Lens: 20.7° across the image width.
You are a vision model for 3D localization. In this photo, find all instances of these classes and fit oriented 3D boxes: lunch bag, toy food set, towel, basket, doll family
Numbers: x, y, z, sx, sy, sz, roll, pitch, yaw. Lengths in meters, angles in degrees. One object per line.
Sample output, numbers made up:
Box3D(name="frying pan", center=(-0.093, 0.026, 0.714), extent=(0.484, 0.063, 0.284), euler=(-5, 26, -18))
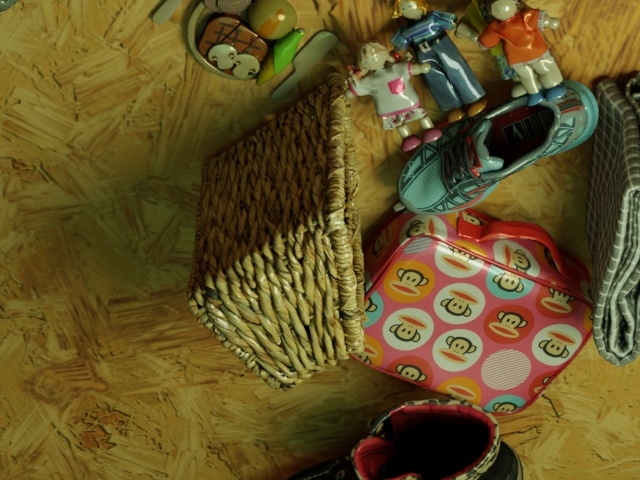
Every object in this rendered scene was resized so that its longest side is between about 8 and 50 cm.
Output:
Box3D(name="lunch bag", center=(0.190, 0.072, 2.172), extent=(0.293, 0.120, 0.258), euler=(24, 124, -17))
Box3D(name="toy food set", center=(-0.088, -0.233, 1.987), extent=(0.192, 0.038, 0.132), euler=(31, 122, -22))
Box3D(name="towel", center=(0.370, -0.029, 2.025), extent=(0.121, 0.235, 0.283), euler=(4, 128, 5))
Box3D(name="basket", center=(0.000, 0.000, 2.002), extent=(0.223, 0.299, 0.213), euler=(-33, 120, 22))
Box3D(name="doll family", center=(0.153, -0.220, 1.954), extent=(0.263, 0.118, 0.163), euler=(-19, 112, 28))

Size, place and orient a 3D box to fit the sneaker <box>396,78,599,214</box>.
Box3D(name="sneaker", center=(0.184, -0.110, 2.007), extent=(0.262, 0.125, 0.104), euler=(-31, 83, 26))

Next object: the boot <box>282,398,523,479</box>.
Box3D(name="boot", center=(0.075, 0.311, 2.270), extent=(0.378, 0.138, 0.284), euler=(-11, 160, 4))

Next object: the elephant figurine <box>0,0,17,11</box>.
Box3D(name="elephant figurine", center=(-0.437, -0.226, 1.931), extent=(0.239, 0.186, 0.169), euler=(-42, 157, -1))
